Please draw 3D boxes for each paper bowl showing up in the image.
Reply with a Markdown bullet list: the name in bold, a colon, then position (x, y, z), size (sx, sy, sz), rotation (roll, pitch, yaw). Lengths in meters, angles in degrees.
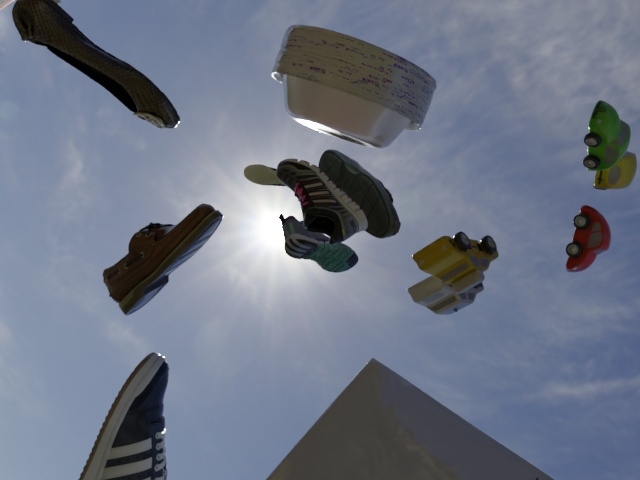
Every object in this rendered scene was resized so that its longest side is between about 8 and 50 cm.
- **paper bowl**: position (0.050, -0.258, 1.316), size (0.284, 0.284, 0.148), rotation (22, -86, 40)

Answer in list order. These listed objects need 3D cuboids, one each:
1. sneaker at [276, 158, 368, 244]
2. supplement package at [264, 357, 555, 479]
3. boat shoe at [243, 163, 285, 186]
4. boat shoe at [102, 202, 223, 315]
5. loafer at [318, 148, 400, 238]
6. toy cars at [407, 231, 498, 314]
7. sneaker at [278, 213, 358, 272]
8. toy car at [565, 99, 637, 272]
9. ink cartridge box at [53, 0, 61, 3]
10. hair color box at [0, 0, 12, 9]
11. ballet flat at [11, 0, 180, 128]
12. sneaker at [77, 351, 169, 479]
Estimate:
- **sneaker**: position (-0.011, -0.056, 1.130), size (0.170, 0.075, 0.063), rotation (41, -29, 11)
- **supplement package**: position (0.042, 0.270, 0.619), size (0.204, 0.262, 0.145), rotation (32, -43, 19)
- **boat shoe**: position (-0.120, -0.155, 1.795), size (0.043, 0.137, 0.049), rotation (-163, -101, -74)
- **boat shoe**: position (-0.308, 0.019, 1.385), size (0.307, 0.111, 0.104), rotation (-42, -95, 26)
- **loafer**: position (0.095, -0.102, 1.530), size (0.267, 0.084, 0.096), rotation (52, -53, 38)
- **toy cars**: position (0.270, 0.085, 1.483), size (0.394, 0.176, 0.087), rotation (79, -7, -69)
- **sneaker**: position (0.000, 0.000, 1.647), size (0.083, 0.223, 0.098), rotation (-36, -125, 24)
- **toy car**: position (0.396, -0.095, 1.029), size (0.053, 0.239, 0.225), rotation (15, -32, 27)
- **ink cartridge box**: position (-0.703, -0.665, 1.752), size (0.154, 0.093, 0.212), rotation (-110, 179, -48)
- **hair color box**: position (-0.256, -0.133, 0.399), size (0.167, 0.053, 0.093), rotation (-28, -84, 12)
- **ballet flat**: position (-0.293, -0.222, 0.977), size (0.250, 0.058, 0.084), rotation (40, -22, -26)
- **sneaker**: position (-0.214, 0.294, 0.939), size (0.153, 0.282, 0.099), rotation (23, -6, 1)
